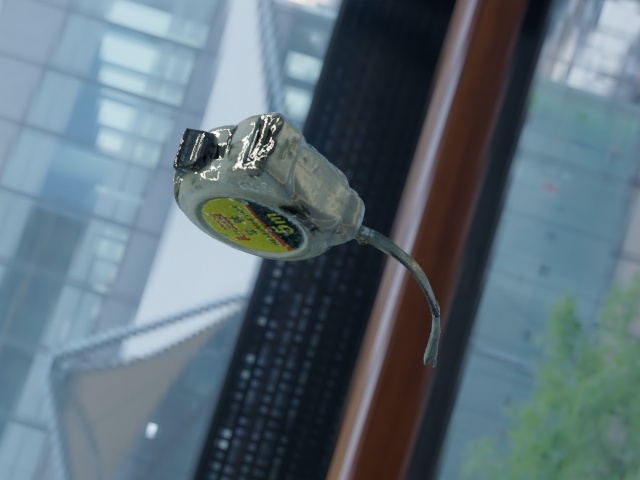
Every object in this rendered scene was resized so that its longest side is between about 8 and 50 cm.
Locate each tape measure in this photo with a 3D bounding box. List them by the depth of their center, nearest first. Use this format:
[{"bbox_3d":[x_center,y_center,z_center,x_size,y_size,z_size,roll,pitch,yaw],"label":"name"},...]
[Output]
[{"bbox_3d":[0.001,-0.001,1.598,0.330,0.164,0.084,44,-120,-43],"label":"tape measure"}]
